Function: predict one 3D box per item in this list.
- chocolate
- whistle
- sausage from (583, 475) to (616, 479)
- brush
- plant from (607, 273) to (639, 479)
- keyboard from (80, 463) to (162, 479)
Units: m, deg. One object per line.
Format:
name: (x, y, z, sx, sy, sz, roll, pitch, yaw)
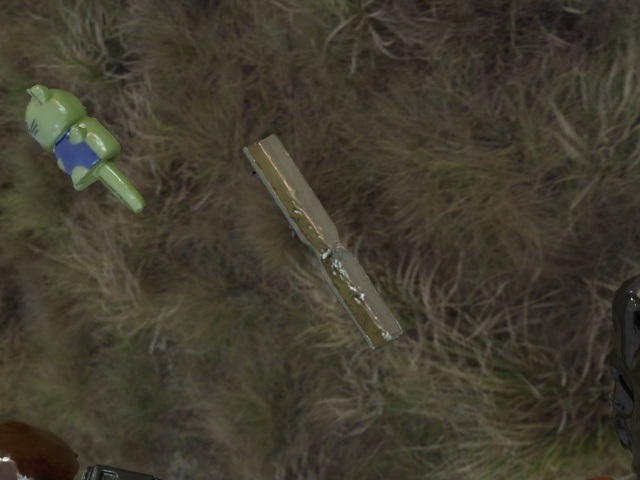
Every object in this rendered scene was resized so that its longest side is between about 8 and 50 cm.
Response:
chocolate: (-0.246, 0.200, 0.669, 0.133, 0.127, 0.124, -35, 40, 34)
whistle: (-0.327, -0.124, 1.163, 0.227, 0.085, 0.105, 48, 164, -1)
sausage: (0.234, 0.284, 0.827, 0.076, 0.198, 0.076, 14, 107, 56)
brush: (0.000, 0.000, 0.811, 0.248, 0.043, 0.036, 56, 164, 22)
plant: (0.222, 0.071, 0.446, 0.131, 0.203, 0.142, -3, 109, 16)
keyboard: (-0.226, 0.325, 0.860, 0.094, 0.230, 0.025, 13, 123, -6)
